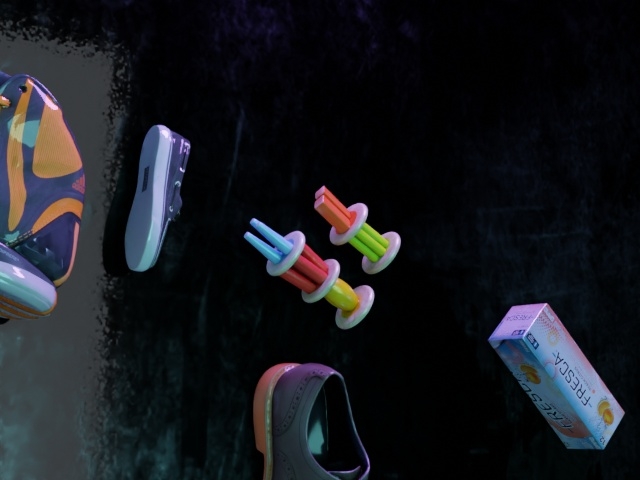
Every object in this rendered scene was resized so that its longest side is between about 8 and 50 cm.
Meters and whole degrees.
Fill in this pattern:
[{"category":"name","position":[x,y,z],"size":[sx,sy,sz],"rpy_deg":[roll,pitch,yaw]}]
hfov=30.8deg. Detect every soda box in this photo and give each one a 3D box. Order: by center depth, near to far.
[{"category":"soda box","position":[0.276,0.160,1.353],"size":[0.183,0.058,0.063],"rpy_deg":[52,57,-17]}]

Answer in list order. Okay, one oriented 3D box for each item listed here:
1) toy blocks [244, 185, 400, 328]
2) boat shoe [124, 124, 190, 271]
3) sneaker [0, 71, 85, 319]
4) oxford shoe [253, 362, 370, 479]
[{"category":"toy blocks","position":[0.000,0.000,1.177],"size":[0.148,0.054,0.123],"rpy_deg":[39,63,-25]},{"category":"boat shoe","position":[-0.148,-0.038,1.078],"size":[0.040,0.049,0.142],"rpy_deg":[18,71,-34]},{"category":"sneaker","position":[-0.326,-0.074,0.921],"size":[0.321,0.124,0.180],"rpy_deg":[34,60,-40]},{"category":"oxford shoe","position":[-0.002,0.252,1.108],"size":[0.097,0.098,0.271],"rpy_deg":[-8,88,-37]}]
